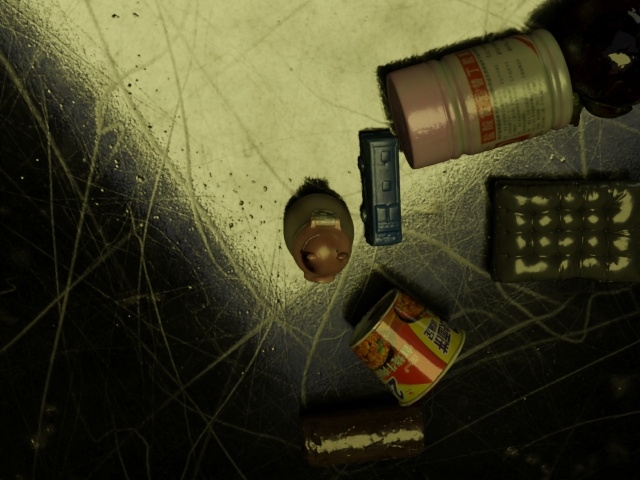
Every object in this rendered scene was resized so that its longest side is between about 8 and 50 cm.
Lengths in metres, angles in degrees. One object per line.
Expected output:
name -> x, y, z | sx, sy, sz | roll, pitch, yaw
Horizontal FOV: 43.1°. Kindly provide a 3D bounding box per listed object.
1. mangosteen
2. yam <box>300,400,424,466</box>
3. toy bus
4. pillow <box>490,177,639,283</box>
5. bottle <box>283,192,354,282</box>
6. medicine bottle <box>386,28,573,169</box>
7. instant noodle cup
mangosteen -> 0.539, -0.340, 1.573 | 0.231, 0.231, 0.289 | 29, 134, -10
yam -> 0.095, 0.432, 1.796 | 0.279, 0.131, 0.131 | -7, 106, 0
toy bus -> 0.123, -0.101, 1.663 | 0.079, 0.094, 0.237 | -5, 105, -2
pillow -> 0.524, -0.016, 1.708 | 0.326, 0.101, 0.228 | -2, 102, -4
bottle -> 0.000, 0.000, 1.611 | 0.147, 0.236, 0.148 | -1, 106, -3
medicine bottle -> 0.303, -0.271, 1.570 | 0.315, 0.202, 0.202 | -17, 106, 1
instant noodle cup -> 0.171, 0.215, 1.707 | 0.174, 0.213, 0.213 | 40, 100, -4
